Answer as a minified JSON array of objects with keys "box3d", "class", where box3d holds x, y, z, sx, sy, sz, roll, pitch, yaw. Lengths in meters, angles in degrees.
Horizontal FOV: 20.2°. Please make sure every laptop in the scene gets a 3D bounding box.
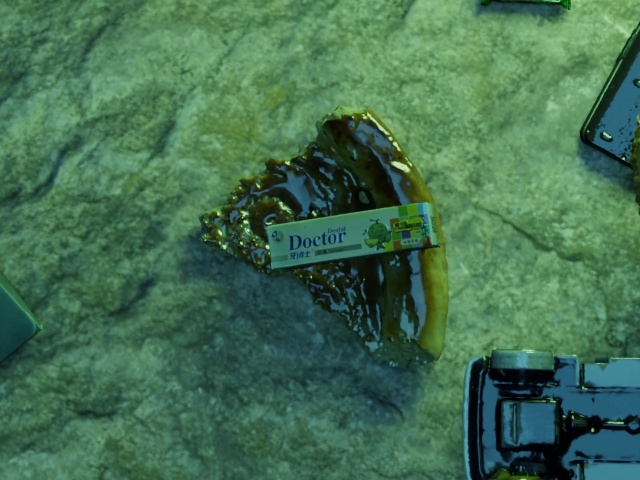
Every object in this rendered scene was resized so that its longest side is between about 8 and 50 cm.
[{"box3d":[0.363,-0.154,1.744,0.154,0.026,0.207,30,90,7],"class":"laptop"}]

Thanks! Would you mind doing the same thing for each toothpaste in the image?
[{"box3d":[0.032,-0.002,1.717,0.164,0.034,0.046,-9,86,16],"class":"toothpaste"}]

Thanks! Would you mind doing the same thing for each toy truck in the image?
[{"box3d":[0.316,0.170,1.651,0.367,0.175,0.146,1,84,6],"class":"toy truck"}]

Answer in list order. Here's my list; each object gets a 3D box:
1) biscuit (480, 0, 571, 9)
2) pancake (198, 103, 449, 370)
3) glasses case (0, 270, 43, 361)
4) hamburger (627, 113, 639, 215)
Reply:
[{"box3d":[0.204,-0.253,1.774,0.089,0.016,0.046,4,88,7],"class":"biscuit"},{"box3d":[0.000,0.000,1.759,0.244,0.057,0.266,-4,86,7],"class":"pancake"},{"box3d":[-0.414,0.130,1.798,0.266,0.056,0.105,-39,82,3],"class":"glasses case"},{"box3d":[0.425,-0.075,1.630,0.294,0.179,0.276,9,115,-13],"class":"hamburger"}]
